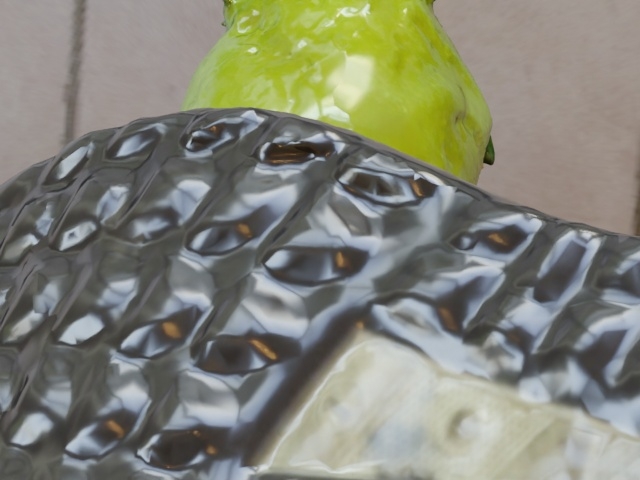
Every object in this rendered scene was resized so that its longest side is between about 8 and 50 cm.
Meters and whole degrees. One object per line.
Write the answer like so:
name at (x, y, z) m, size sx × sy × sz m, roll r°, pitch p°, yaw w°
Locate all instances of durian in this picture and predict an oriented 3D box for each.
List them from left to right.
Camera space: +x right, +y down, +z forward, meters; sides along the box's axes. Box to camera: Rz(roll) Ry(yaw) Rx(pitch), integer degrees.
durian at (0.000, 0.000, 1.044) m, size 0.204 × 0.339 × 0.256 m, roll 0°, pitch 132°, yaw 13°

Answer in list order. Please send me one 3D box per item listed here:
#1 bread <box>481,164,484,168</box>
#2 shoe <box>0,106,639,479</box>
bread at (0.002, -0.050, 1.218) m, size 0.245 × 0.094 × 0.102 m, roll -16°, pitch 104°, yaw 8°
shoe at (0.044, 0.068, 0.397) m, size 0.336 × 0.171 × 0.132 m, roll 10°, pitch 71°, yaw 38°
